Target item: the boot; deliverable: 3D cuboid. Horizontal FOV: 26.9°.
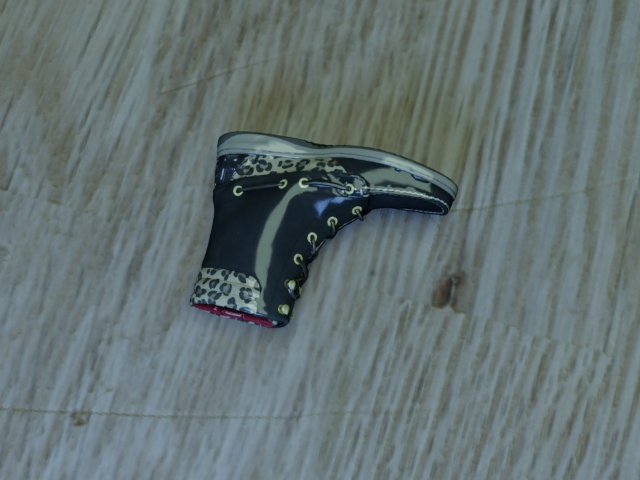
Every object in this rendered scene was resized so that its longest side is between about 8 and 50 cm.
[{"bbox_3d":[-0.001,0.000,1.257,0.236,0.085,0.178,10,75,10],"label":"boot"}]
